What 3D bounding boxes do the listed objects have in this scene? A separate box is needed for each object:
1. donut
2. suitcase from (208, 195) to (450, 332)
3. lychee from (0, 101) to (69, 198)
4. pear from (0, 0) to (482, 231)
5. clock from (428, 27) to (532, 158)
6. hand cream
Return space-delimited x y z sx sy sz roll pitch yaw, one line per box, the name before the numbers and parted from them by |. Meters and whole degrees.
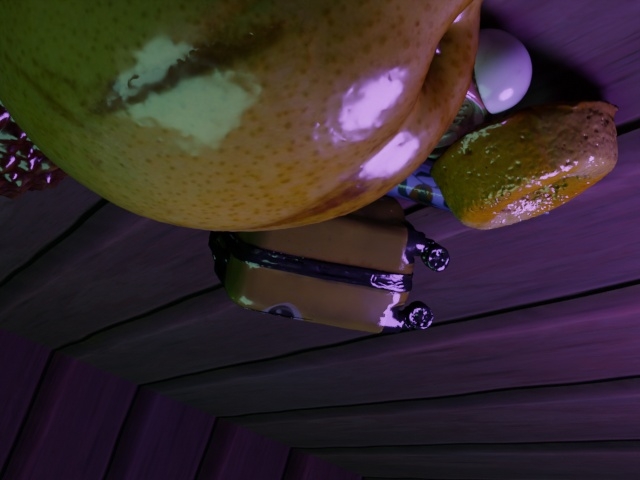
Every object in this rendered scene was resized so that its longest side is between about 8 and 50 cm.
donut | 0.180 -0.060 0.881 0.162 0.065 0.178 -16 166 1
suitcase | 0.000 0.000 1.106 0.235 0.143 0.194 12 -168 -16
lychee | -0.245 -0.160 0.855 0.271 0.271 0.271 16 159 6
pear | -0.055 -0.153 0.599 0.314 0.314 0.314 16 159 6
clock | 0.080 -0.136 0.845 0.162 0.093 0.166 14 159 -14
hand cream | 0.098 -0.064 1.052 0.271 0.058 0.091 18 171 -10
